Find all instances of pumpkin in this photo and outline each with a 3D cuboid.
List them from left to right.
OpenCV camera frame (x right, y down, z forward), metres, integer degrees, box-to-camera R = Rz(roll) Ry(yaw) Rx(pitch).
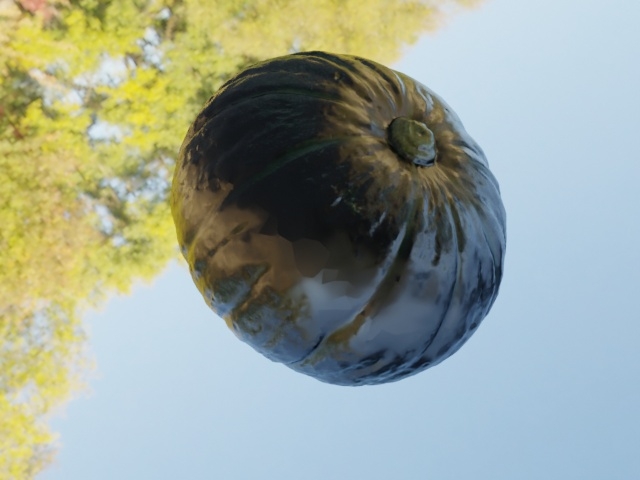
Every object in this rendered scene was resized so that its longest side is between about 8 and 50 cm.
[{"bbox_3d":[0.000,0.000,0.666,0.248,0.248,0.248,-27,-158,12],"label":"pumpkin"}]
